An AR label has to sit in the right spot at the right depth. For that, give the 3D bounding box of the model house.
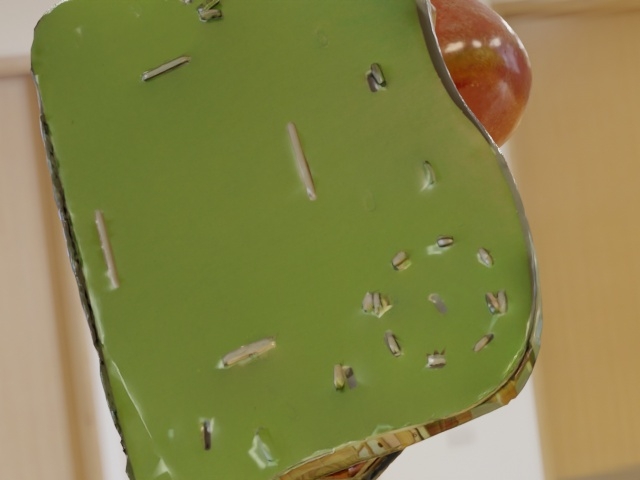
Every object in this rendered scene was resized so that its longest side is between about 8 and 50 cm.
[{"bbox_3d":[-0.001,0.001,0.949,0.207,0.294,0.154,-23,-32,9],"label":"model house"}]

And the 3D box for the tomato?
[{"bbox_3d":[0.080,-0.138,1.653,0.187,0.187,0.151,-7,-27,11],"label":"tomato"}]
